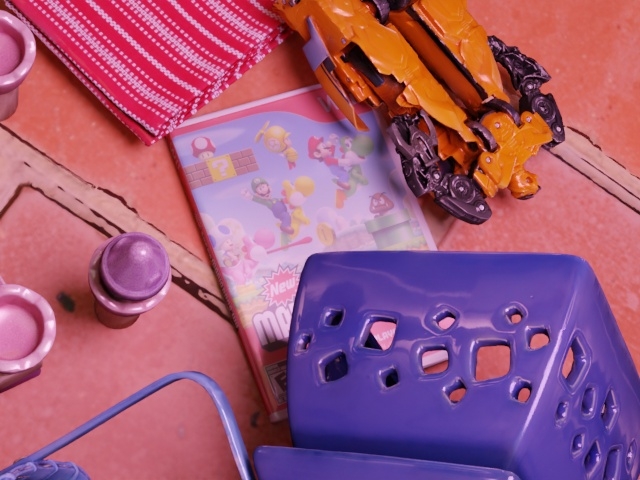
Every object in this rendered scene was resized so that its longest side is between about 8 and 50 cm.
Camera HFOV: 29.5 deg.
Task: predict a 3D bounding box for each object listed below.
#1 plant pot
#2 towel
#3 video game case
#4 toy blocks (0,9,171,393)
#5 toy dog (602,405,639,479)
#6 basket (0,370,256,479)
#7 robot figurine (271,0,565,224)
[{"bbox_3d":[0.100,0.157,0.920,0.236,0.236,0.212,0,50,30],"label":"plant pot"},{"bbox_3d":[-0.128,-0.235,1.131,0.199,0.031,0.275,45,63,2],"label":"towel"},{"bbox_3d":[0.000,0.000,1.113,0.204,0.025,0.285,-18,79,-18],"label":"video game case"},{"bbox_3d":[-0.299,-0.008,0.913,0.309,0.260,0.289,-30,84,-20],"label":"toy blocks"},{"bbox_3d":[0.242,0.284,1.019,0.220,0.161,0.334,-5,76,-16],"label":"toy dog"},{"bbox_3d":[-0.161,0.259,0.886,0.289,0.201,0.255,-24,81,10],"label":"basket"},{"bbox_3d":[0.099,-0.150,1.130,0.291,0.085,0.211,51,57,-5],"label":"robot figurine"}]
